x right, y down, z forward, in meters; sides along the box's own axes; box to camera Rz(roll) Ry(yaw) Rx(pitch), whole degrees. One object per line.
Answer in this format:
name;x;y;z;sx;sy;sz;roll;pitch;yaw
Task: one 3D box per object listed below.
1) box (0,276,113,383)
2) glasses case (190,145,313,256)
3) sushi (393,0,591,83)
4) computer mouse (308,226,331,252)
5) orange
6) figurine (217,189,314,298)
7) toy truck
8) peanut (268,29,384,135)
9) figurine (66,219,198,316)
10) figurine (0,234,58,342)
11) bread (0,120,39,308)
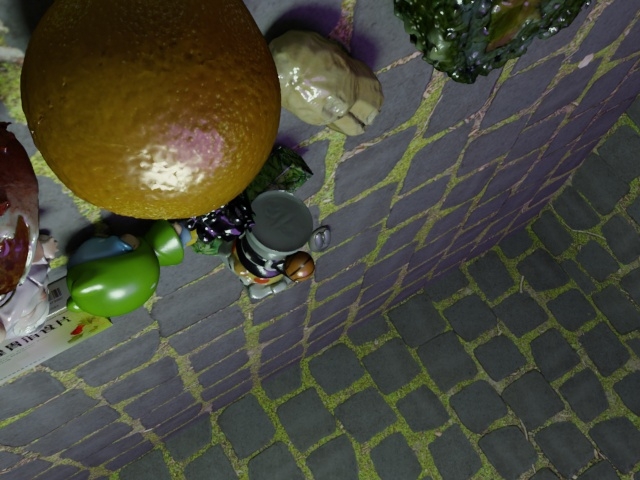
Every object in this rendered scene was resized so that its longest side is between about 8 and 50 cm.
box;-0.548;0.174;1.103;0.260;0.062;0.175;-27;159;-16
glasses case;-0.145;-0.075;1.160;0.272;0.062;0.095;-40;157;15
sushi;0.261;-0.401;0.875;0.294;0.178;0.352;-32;163;2
computer mouse;0.001;0.002;1.591;0.066;0.039;0.096;-26;158;-22
orange;-0.175;-0.158;0.628;0.274;0.274;0.274;-30;160;-12
figurine;-0.096;0.020;1.085;0.133;0.176;0.236;-33;173;-29
toy truck;-0.204;-0.093;0.876;0.088;0.121;0.259;-30;140;14
peanut;0.015;-0.245;0.930;0.130;0.130;0.290;-43;160;23
figurine;-0.329;0.038;1.034;0.263;0.143;0.162;-34;-179;-37
figurine;-0.468;0.053;0.851;0.133;0.200;0.276;18;138;-12
bread;-0.402;-0.030;0.627;0.211;0.224;0.142;-22;169;37
